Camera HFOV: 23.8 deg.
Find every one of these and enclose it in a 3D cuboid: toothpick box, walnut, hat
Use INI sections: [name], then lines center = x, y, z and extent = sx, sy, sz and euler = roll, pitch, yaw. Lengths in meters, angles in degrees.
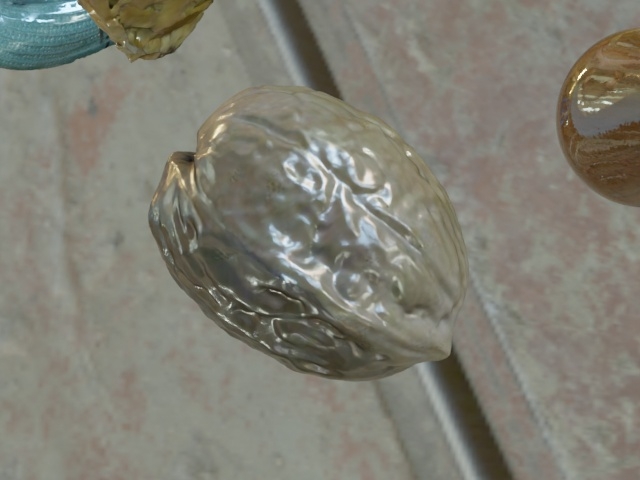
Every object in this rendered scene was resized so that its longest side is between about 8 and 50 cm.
[toothpick box]
center = 0.311, -0.097, 1.184
extent = 0.294, 0.192, 0.192
euler = -167, 88, -71
[walnut]
center = 0.000, 0.000, 1.022
extent = 0.230, 0.178, 0.178
euler = 41, 115, 3
[hat]
center = -0.154, -0.163, 0.884
extent = 0.138, 0.191, 0.078
euler = 52, 162, 17

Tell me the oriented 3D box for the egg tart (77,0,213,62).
[egg tart]
center = -0.046, -0.156, 0.564
extent = 0.074, 0.191, 0.191
euler = 7, 87, 13
